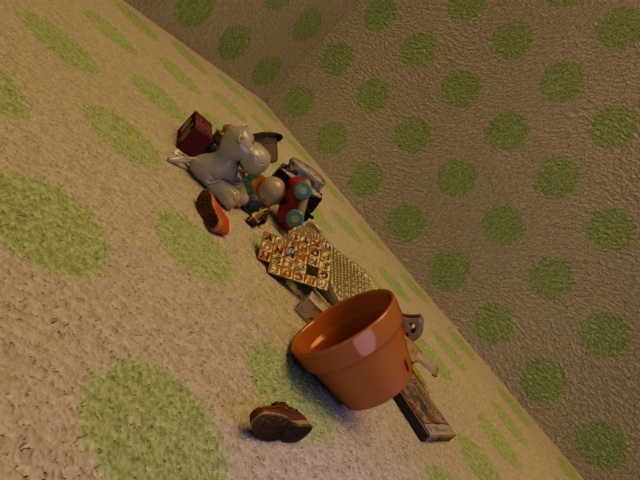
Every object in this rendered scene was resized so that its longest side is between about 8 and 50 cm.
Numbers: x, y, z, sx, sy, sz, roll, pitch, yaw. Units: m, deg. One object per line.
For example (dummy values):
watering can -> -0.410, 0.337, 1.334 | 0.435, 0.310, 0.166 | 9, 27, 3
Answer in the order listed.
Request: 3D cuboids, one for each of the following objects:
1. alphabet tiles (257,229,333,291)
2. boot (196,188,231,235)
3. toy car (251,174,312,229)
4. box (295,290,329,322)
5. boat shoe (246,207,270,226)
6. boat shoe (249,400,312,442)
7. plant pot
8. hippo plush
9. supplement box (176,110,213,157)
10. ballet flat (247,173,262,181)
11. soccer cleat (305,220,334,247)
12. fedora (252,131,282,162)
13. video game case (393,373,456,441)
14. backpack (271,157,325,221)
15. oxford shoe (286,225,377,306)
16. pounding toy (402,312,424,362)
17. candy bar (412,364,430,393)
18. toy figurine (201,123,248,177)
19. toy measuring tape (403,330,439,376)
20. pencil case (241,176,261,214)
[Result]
alphabet tiles -> -0.078, 0.050, 1.695 | 0.237, 0.009, 0.198 | 19, 46, -12
boot -> -0.312, -0.080, 1.566 | 0.085, 0.059, 0.157 | 32, 27, -56
toy car -> -0.168, -0.165, 2.090 | 0.238, 0.210, 0.219 | 16, 3, -5
box -> 0.060, 0.291, 1.595 | 0.324, 0.063, 0.067 | 45, 15, -4
boat shoe -> -0.213, -0.076, 1.871 | 0.049, 0.056, 0.152 | 52, 23, 1
boat shoe -> -0.083, 0.341, 1.016 | 0.060, 0.064, 0.178 | 50, 6, 37
plant pot -> 0.100, 0.282, 1.339 | 0.203, 0.291, 0.291 | 61, 11, -10
hippo plush -> -0.299, -0.277, 1.776 | 0.294, 0.236, 0.234 | 42, 14, -18
supplement box -> -0.448, -0.377, 1.901 | 0.081, 0.104, 0.188 | 39, 15, -29
ballet flat -> -0.329, -0.307, 2.163 | 0.247, 0.083, 0.087 | 47, -11, 3
soccer cleat -> 0.000, 0.000, 2.283 | 0.196, 0.068, 0.076 | 52, 7, -8
fedora -> -0.272, -0.383, 2.323 | 0.275, 0.244, 0.124 | -60, 135, -85
video game case -> 0.311, 0.527, 1.741 | 0.248, 0.035, 0.274 | 28, 22, -53
backpack -> -0.109, -0.253, 2.407 | 0.276, 0.213, 0.263 | 40, 4, -14
oxford shoe -> 0.042, 0.134, 1.773 | 0.169, 0.130, 0.449 | -27, 61, -38
pounding toy -> 0.303, 0.328, 2.014 | 0.269, 0.154, 0.155 | 43, 13, 5
candy bar -> 0.363, 0.507, 1.997 | 0.040, 0.018, 0.161 | 29, 22, -43
toy figurine -> -0.336, -0.326, 2.002 | 0.213, 0.148, 0.209 | 45, 13, -8
toy measuring tape -> 0.294, 0.399, 1.901 | 0.330, 0.121, 0.121 | 40, 15, -32
pencil case -> -0.264, -0.162, 1.925 | 0.065, 0.070, 0.151 | -1, 39, -25
